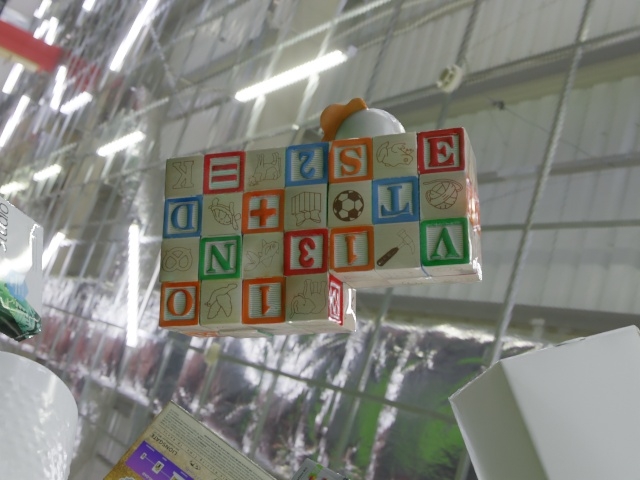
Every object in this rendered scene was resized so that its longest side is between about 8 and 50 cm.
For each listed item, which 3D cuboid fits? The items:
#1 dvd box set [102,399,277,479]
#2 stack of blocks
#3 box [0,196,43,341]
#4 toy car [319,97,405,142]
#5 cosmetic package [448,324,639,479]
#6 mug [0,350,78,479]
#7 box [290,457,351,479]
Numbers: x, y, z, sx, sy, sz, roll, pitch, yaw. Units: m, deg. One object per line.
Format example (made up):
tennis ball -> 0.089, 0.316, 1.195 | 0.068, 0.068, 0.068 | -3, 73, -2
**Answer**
dvd box set -> -0.227, 0.476, 1.127 | 0.420, 0.307, 0.062 | -51, 165, -26
stack of blocks -> 0.000, 0.000, 0.782 | 0.297, 0.087, 0.171 | -5, -105, 17
box -> -0.579, 0.000, 1.328 | 0.058, 0.322, 0.232 | -24, -126, 14
toy car -> 0.086, -0.108, 1.248 | 0.210, 0.238, 0.219 | -53, 176, 16
cosmetic package -> 0.307, 0.298, 0.875 | 0.155, 0.197, 0.365 | 117, -40, -58
mug -> -0.543, 0.338, 1.172 | 0.276, 0.374, 0.328 | -27, -146, 12
box -> -0.005, 0.549, 1.700 | 0.186, 0.038, 0.145 | 9, -128, 51
